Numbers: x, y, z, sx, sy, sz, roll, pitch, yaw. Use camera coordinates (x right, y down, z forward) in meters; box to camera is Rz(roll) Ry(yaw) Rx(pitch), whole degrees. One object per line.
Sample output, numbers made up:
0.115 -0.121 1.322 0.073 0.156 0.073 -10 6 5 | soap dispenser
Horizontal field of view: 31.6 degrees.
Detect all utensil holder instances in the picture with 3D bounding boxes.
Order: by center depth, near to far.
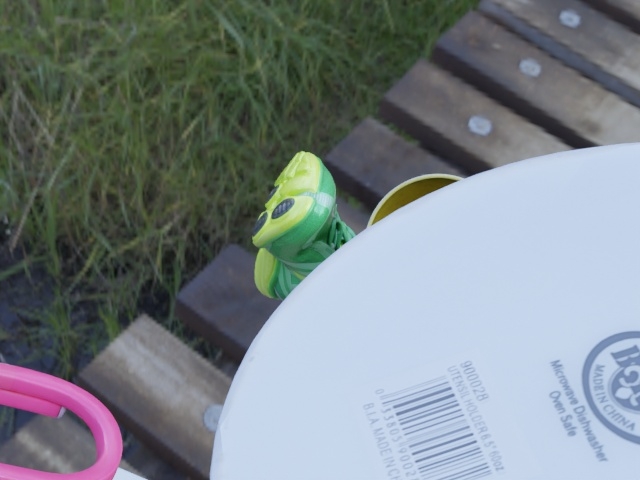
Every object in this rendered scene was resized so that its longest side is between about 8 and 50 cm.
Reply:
0.156 0.195 0.511 0.327 0.386 0.328 -12 36 9 | utensil holder

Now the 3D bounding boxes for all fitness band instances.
-0.391 0.240 1.405 0.290 0.054 0.209 16 28 -21 | fitness band

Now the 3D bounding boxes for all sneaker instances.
0.000 0.000 1.158 0.123 0.295 0.109 24 74 6 | sneaker

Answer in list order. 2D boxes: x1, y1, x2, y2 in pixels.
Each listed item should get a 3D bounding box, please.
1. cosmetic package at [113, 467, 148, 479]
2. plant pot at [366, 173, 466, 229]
-0.307 0.489 1.829 0.183 0.151 0.151 20 19 16 | cosmetic package
0.103 0.002 1.068 0.134 0.095 0.134 0 96 -4 | plant pot
